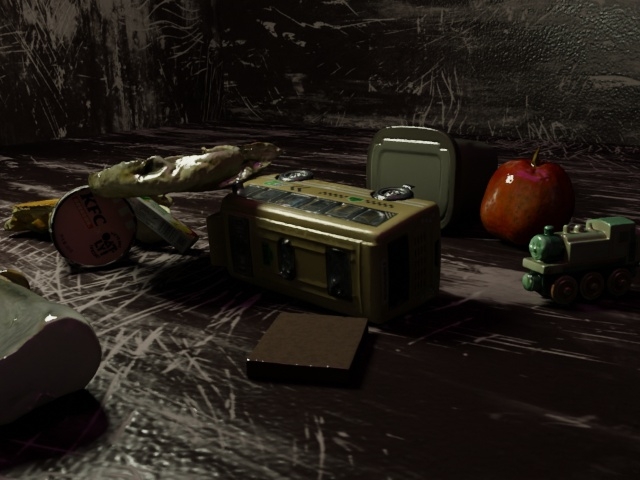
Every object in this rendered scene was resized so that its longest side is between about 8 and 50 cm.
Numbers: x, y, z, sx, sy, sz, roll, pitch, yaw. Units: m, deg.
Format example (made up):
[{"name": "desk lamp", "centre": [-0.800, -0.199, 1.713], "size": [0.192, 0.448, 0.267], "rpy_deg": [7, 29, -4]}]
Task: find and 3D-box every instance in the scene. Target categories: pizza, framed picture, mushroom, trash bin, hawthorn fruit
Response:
[{"name": "pizza", "centre": [-0.502, -0.063, 1.598], "size": [0.258, 0.087, 0.268], "rpy_deg": [3, 14, 28]}, {"name": "framed picture", "centre": [-0.012, 0.136, 0.946], "size": [0.128, 0.023, 0.168], "rpy_deg": [3, 15, 11]}, {"name": "mushroom", "centre": [-0.376, 0.112, 0.869], "size": [0.159, 0.122, 0.329], "rpy_deg": [-1, 11, -36]}, {"name": "trash bin", "centre": [0.258, -0.139, 1.608], "size": [0.220, 0.219, 0.250], "rpy_deg": [13, 14, 37]}, {"name": "hawthorn fruit", "centre": [0.405, -0.089, 1.425], "size": [0.179, 0.200, 0.179], "rpy_deg": [-1, 21, 1]}]

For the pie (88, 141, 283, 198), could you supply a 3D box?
[{"name": "pie", "centre": [-0.234, -0.115, 1.260], "size": [0.338, 0.075, 0.337], "rpy_deg": [-10, 4, 1]}]

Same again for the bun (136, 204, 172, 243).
[{"name": "bun", "centre": [-0.354, -0.034, 1.500], "size": [0.115, 0.069, 0.115], "rpy_deg": [14, 17, -4]}]

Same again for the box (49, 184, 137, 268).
[{"name": "box", "centre": [-0.432, -0.028, 1.356], "size": [0.151, 0.151, 0.135], "rpy_deg": [-9, 9, -28]}]

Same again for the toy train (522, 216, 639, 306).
[{"name": "toy train", "centre": [0.402, 0.030, 1.128], "size": [0.194, 0.125, 0.081], "rpy_deg": [-5, 12, -18]}]

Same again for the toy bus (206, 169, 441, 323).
[{"name": "toy bus", "centre": [0.000, 0.000, 1.165], "size": [0.366, 0.176, 0.202], "rpy_deg": [13, 26, 39]}]

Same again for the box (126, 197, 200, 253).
[{"name": "box", "centre": [-0.331, -0.054, 1.419], "size": [0.207, 0.041, 0.050], "rpy_deg": [37, 17, -2]}]
